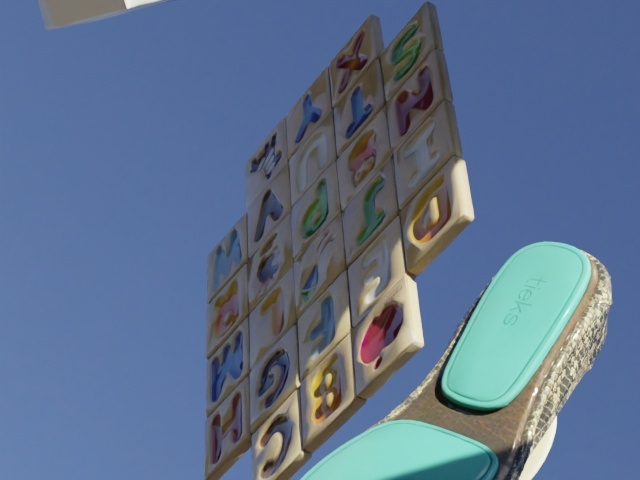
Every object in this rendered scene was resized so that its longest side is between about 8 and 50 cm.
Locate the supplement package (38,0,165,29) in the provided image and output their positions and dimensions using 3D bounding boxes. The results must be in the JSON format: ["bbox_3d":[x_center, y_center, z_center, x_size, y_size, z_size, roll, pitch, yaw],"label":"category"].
[{"bbox_3d":[-0.149,-0.297,1.509,0.194,0.203,0.149,2,-72,59],"label":"supplement package"}]

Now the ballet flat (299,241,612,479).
[{"bbox_3d":[0.132,0.200,1.483,0.164,0.483,0.182,16,-44,35],"label":"ballet flat"}]

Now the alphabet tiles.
[{"bbox_3d":[0.000,0.000,1.106,0.011,0.343,0.285,27,-55,-25],"label":"alphabet tiles"}]
